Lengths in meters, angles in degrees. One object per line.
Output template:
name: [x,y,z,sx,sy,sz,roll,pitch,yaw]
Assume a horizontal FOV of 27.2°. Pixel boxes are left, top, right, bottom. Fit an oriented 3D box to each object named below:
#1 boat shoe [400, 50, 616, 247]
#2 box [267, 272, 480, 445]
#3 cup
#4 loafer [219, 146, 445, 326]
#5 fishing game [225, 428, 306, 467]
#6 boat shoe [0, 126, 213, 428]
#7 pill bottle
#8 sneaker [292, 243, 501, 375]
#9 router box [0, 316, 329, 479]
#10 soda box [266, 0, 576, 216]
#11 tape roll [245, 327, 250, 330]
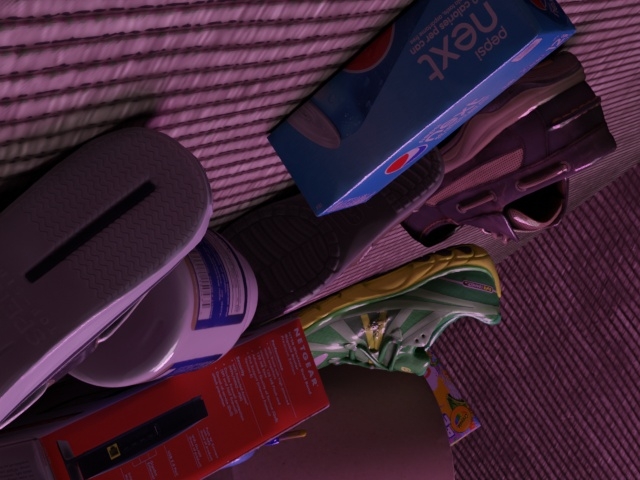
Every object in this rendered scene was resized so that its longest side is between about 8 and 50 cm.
boat shoe: [0.183,-0.056,1.365,0.132,0.130,0.355,-29,170,-24]
box: [0.034,0.237,1.932,0.177,0.279,0.290,-40,168,36]
cup: [-0.028,0.290,1.572,0.237,0.331,0.331,3,152,-28]
loafer: [0.000,0.000,1.152,0.251,0.094,0.087,-32,167,-10]
fishing game: [-0.149,0.207,1.233,0.264,0.041,0.189,-14,173,-14]
boat shoe: [-0.198,0.066,0.732,0.335,0.121,0.119,-32,167,-18]
pill bottle: [-0.112,0.040,0.928,0.112,0.112,0.187,-35,170,12]
sneaker: [0.066,0.104,1.483,0.296,0.123,0.109,-24,177,8]
router box: [-0.212,0.170,1.069,0.335,0.082,0.301,-18,-178,38]
soda box: [0.064,-0.104,0.895,0.210,0.071,0.067,-39,169,32]
tape roll: [-0.209,0.208,1.589,0.321,0.077,0.321,-32,172,-5]
